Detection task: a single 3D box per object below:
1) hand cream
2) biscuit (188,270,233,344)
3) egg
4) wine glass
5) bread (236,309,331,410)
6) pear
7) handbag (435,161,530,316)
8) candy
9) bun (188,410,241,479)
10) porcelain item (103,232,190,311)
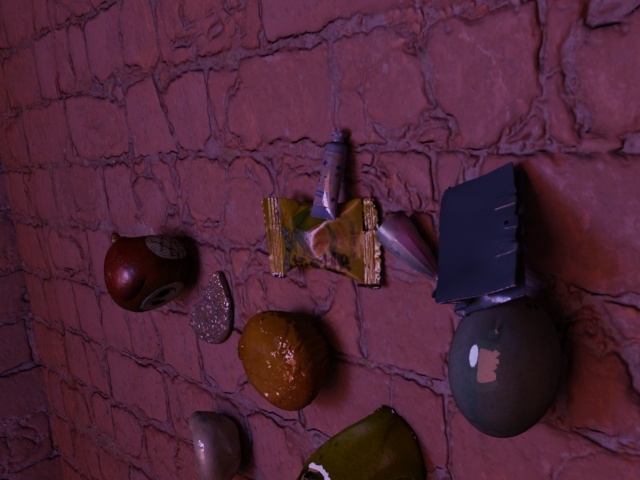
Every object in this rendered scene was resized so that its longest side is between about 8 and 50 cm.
[{"bbox_3d":[0.021,-0.126,1.368,0.065,0.043,0.171,14,96,38],"label":"hand cream"},{"bbox_3d":[-0.283,0.202,1.877,0.133,0.032,0.250,53,135,23],"label":"biscuit"},{"bbox_3d":[0.283,0.192,1.085,0.169,0.169,0.237,17,109,46],"label":"egg"},{"bbox_3d":[0.174,0.025,1.244,0.155,0.073,0.073,47,134,27],"label":"wine glass"},{"bbox_3d":[-0.076,0.263,1.562,0.239,0.139,0.240,20,117,45],"label":"bread"},{"bbox_3d":[0.064,0.480,1.380,0.164,0.255,0.238,40,125,37],"label":"pear"},{"bbox_3d":[0.249,-0.002,1.068,0.144,0.057,0.221,-26,42,42],"label":"handbag"},{"bbox_3d":[0.000,0.000,1.438,0.297,0.081,0.187,5,104,36],"label":"candy"},{"bbox_3d":[-0.283,0.561,1.912,0.231,0.133,0.231,168,90,-76],"label":"bun"},{"bbox_3d":[-0.483,0.063,1.899,0.253,0.252,0.253,19,116,46],"label":"porcelain item"}]
